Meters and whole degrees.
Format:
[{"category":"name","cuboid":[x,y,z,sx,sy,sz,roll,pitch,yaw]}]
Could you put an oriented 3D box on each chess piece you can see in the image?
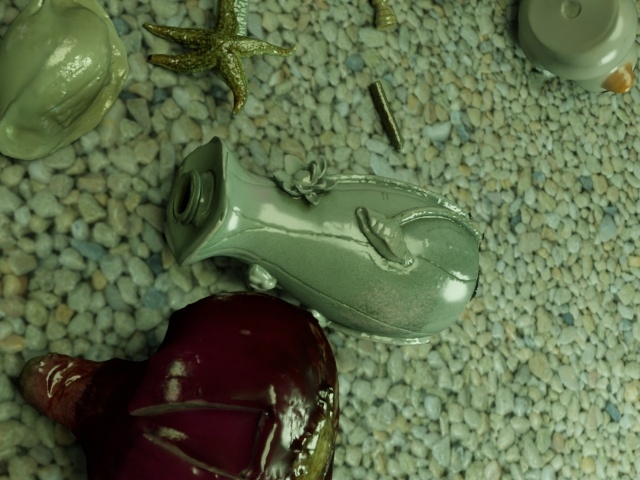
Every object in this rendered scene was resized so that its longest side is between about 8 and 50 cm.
[{"category":"chess piece","cuboid":[0.097,-0.390,2.019,0.035,0.035,0.092,-10,84,-35]}]

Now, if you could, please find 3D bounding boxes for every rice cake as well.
[{"category":"rice cake","cuboid":[-0.123,-0.343,1.856,0.034,0.043,0.211,9,78,-20]}]

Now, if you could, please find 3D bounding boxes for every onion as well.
[{"category":"onion","cuboid":[-0.187,0.246,1.584,0.420,0.398,0.398,6,74,11]}]

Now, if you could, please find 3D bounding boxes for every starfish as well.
[{"category":"starfish","cuboid":[-0.143,-0.287,1.800,0.223,0.050,0.217,1,72,-15]}]

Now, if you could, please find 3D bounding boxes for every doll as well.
[{"category":"doll","cuboid":[0.466,-0.364,2.187,0.221,0.221,0.251,-20,65,-35]}]

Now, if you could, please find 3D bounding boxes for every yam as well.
[{"category":"yam","cuboid":[0.107,-0.201,1.998,0.021,0.021,0.116,-25,97,-34]}]

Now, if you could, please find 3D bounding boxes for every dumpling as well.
[{"category":"dumpling","cuboid":[-0.341,-0.215,1.648,0.179,0.131,0.252,31,73,-52]}]

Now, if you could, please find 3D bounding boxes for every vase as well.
[{"category":"vase","cuboid":[0.000,0.000,1.775,0.445,0.250,0.250,17,72,-27]}]
